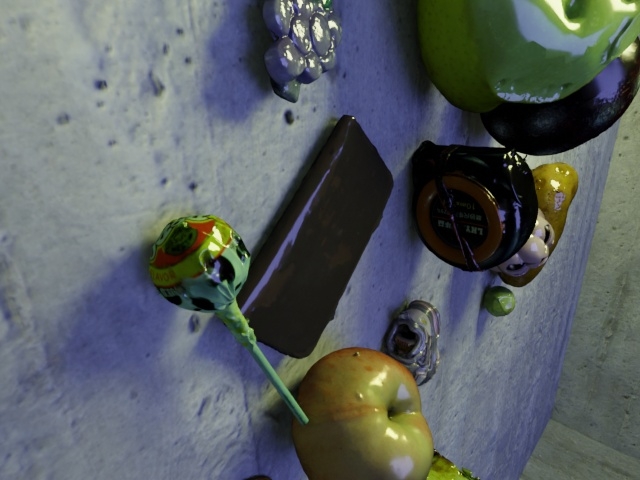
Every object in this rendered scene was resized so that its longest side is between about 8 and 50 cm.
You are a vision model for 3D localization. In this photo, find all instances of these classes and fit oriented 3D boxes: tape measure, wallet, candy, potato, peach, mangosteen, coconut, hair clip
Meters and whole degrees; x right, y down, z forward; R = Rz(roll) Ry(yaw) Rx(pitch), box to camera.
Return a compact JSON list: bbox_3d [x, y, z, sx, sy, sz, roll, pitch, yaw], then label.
[{"bbox_3d":[0.260,-0.059,0.720,0.135,0.202,0.222,-27,119,-37],"label":"tape measure"},{"bbox_3d":[0.000,0.000,0.565,0.165,0.042,0.309,41,72,-47],"label":"wallet"},{"bbox_3d":[-0.073,0.104,0.455,0.091,0.083,0.305,-30,118,-4],"label":"candy"},{"bbox_3d":[0.557,-0.032,1.119,0.177,0.195,0.368,-2,120,-12],"label":"potato"},{"bbox_3d":[0.043,0.274,0.603,0.233,0.233,0.232,-21,119,-43],"label":"peach"},{"bbox_3d":[0.428,-0.304,0.784,0.288,0.288,0.287,-21,119,-43],"label":"mangosteen"},{"bbox_3d":[0.507,0.172,1.187,0.096,0.088,0.087,32,79,-58],"label":"coconut"},{"bbox_3d":[-0.022,-0.245,0.453,0.124,0.052,0.195,11,88,-60],"label":"hair clip"}]

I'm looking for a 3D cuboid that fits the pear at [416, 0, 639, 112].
[{"bbox_3d":[0.274,-0.342,0.597,0.343,0.238,0.317,6,119,-20],"label":"pear"}]

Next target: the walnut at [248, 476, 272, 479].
[{"bbox_3d":[-0.111,0.431,0.566,0.211,0.087,0.166,-31,122,-39],"label":"walnut"}]

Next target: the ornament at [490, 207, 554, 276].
[{"bbox_3d":[0.434,-0.009,0.963,0.178,0.178,0.177,-21,119,-43],"label":"ornament"}]

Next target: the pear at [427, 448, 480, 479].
[{"bbox_3d":[0.144,0.479,0.761,0.256,0.239,0.163,8,104,-52],"label":"pear"}]

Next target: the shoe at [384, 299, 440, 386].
[{"bbox_3d":[0.176,0.208,0.811,0.092,0.089,0.179,-3,104,-50],"label":"shoe"}]
